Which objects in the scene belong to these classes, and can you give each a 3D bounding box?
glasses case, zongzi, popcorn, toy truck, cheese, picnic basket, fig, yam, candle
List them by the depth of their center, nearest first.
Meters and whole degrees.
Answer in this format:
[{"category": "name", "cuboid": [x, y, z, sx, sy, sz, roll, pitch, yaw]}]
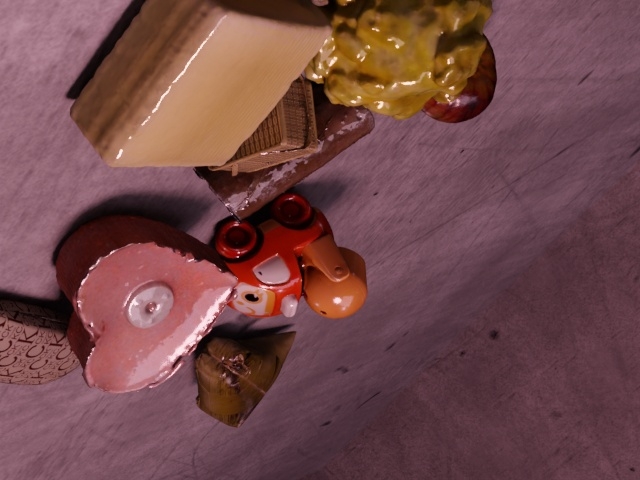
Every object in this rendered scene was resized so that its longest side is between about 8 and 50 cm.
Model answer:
[{"category": "cheese", "cuboid": [-0.150, -0.219, 1.470, 0.265, 0.124, 0.242, -48, 161, 28]}, {"category": "popcorn", "cuboid": [0.099, -0.286, 1.604, 0.250, 0.235, 0.242, 7, 142, -4]}, {"category": "picnic basket", "cuboid": [-0.088, -0.165, 1.626, 0.164, 0.115, 0.079, -16, 167, 39]}, {"category": "yam", "cuboid": [-0.058, -0.143, 1.796, 0.279, 0.131, 0.131, -35, 160, -9]}, {"category": "candle", "cuboid": [-0.280, 0.079, 1.846, 0.287, 0.131, 0.317, -22, 136, -20]}, {"category": "glasses case", "cuboid": [-0.486, 0.168, 1.860, 0.137, 0.085, 0.354, -39, 160, 7]}, {"category": "fig", "cuboid": [0.215, -0.259, 1.914, 0.148, 0.149, 0.202, -9, 144, -14]}, {"category": "toy truck", "cuboid": [-0.056, 0.063, 2.083, 0.264, 0.239, 0.189, -27, 158, -19]}, {"category": "zongzi", "cuboid": [-0.151, 0.243, 2.546, 0.300, 0.145, 0.274, -46, 160, -25]}]

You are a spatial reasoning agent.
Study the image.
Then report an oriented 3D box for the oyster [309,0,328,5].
[{"category": "oyster", "cuboid": [-0.067, -0.376, 1.279, 0.396, 0.111, 0.204, 1, 136, -53]}]
